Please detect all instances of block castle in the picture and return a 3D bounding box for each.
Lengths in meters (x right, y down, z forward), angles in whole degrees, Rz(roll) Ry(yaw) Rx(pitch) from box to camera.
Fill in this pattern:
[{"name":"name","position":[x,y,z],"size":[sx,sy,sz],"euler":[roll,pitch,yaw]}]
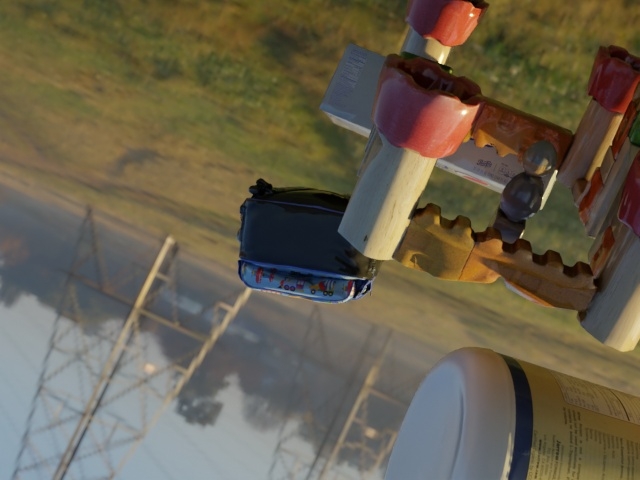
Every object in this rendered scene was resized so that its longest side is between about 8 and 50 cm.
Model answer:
[{"name":"block castle","position":[0.201,-0.116,1.079],"size":[0.303,0.212,0.453],"euler":[22,-156,-1]}]

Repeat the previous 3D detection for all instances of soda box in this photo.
[{"name":"soda box","position":[0.150,-0.135,1.383],"size":[0.286,0.091,0.098],"euler":[24,180,12]}]

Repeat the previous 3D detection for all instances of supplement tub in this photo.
[{"name":"supplement tub","position":[0.233,0.242,1.030],"size":[0.316,0.228,0.228],"euler":[18,176,-11]}]

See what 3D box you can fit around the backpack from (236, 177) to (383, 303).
[{"name":"backpack","position":[0.000,0.000,1.258],"size":[0.158,0.116,0.173],"euler":[9,-176,10]}]
